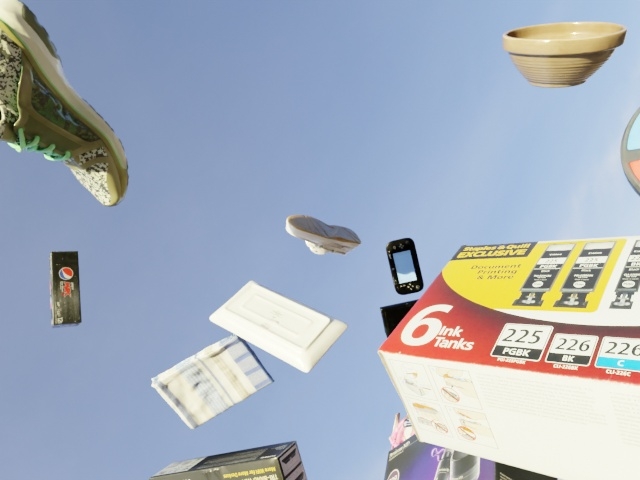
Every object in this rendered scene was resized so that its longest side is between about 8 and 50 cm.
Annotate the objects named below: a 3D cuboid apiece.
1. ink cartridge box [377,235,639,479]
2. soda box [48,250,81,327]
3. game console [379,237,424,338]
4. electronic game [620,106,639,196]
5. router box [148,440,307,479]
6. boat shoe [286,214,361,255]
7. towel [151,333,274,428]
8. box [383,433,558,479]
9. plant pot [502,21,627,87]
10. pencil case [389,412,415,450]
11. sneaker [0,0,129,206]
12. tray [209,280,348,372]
[{"bbox_3d":[0.263,0.081,0.476,0.272,0.310,0.130,-41,-65,-39],"label":"ink cartridge box"},{"bbox_3d":[-0.579,0.110,1.132,0.060,0.053,0.168,0,-106,-34],"label":"soda box"},{"bbox_3d":[0.305,0.174,1.789,0.213,0.044,0.360,-13,-90,1],"label":"game console"},{"bbox_3d":[0.427,-0.107,0.491,0.048,0.229,0.229,44,-104,-39],"label":"electronic game"},{"bbox_3d":[-0.156,0.530,0.938,0.081,0.309,0.242,-5,-104,-66],"label":"router box"},{"bbox_3d":[0.000,0.000,1.503,0.277,0.098,0.096,16,-58,-38],"label":"boat shoe"},{"bbox_3d":[-0.302,0.401,1.416,0.285,0.034,0.209,-30,-69,1],"label":"towel"},{"bbox_3d":[0.184,0.336,0.667,0.261,0.103,0.184,-55,4,39],"label":"box"},{"bbox_3d":[0.515,-0.398,1.077,0.237,0.237,0.109,-28,-54,-33],"label":"plant pot"},{"bbox_3d":[0.275,0.345,1.054,0.160,0.167,0.386,-58,-14,25],"label":"pencil case"},{"bbox_3d":[-0.513,-0.205,0.887,0.182,0.158,0.410,-56,-47,-37],"label":"sneaker"},{"bbox_3d":[-0.092,0.162,1.040,0.145,0.271,0.030,-43,-39,-37],"label":"tray"}]
